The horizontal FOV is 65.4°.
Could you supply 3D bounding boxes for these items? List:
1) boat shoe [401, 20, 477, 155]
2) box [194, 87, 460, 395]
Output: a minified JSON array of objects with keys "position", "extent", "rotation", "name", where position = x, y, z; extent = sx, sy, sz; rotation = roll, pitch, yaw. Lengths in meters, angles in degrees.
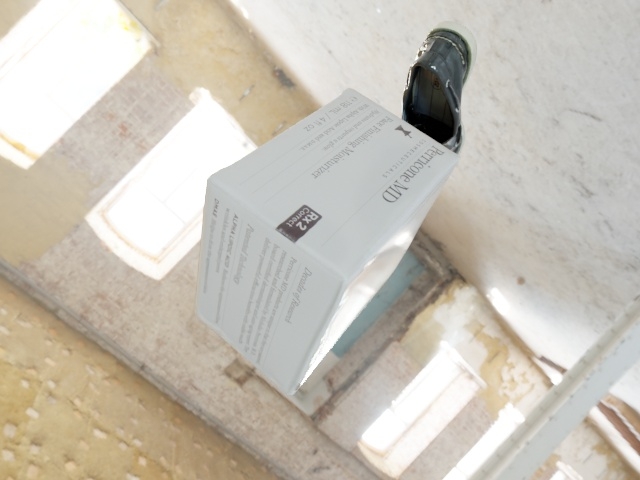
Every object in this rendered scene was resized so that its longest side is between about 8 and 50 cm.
[{"position":[0.199,-0.216,0.909],"extent":[0.127,0.113,0.340],"rotation":[31,155,17],"name":"boat shoe"},{"position":[0.000,0.000,0.426],"extent":[0.119,0.181,0.182],"rotation":[36,140,13],"name":"box"}]
